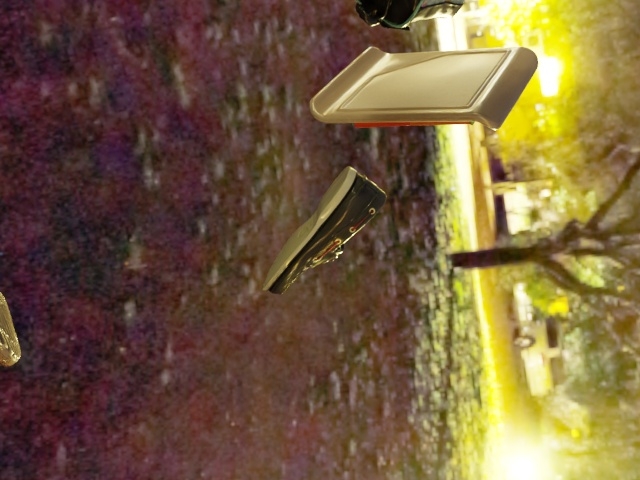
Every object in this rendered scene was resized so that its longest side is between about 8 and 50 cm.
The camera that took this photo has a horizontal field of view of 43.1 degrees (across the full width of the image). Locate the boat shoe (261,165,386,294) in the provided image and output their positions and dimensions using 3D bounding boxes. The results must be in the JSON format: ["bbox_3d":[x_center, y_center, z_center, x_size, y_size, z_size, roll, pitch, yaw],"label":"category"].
[{"bbox_3d":[0.000,0.001,0.646,0.042,0.133,0.049,34,27,-15],"label":"boat shoe"}]

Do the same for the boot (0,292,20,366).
[{"bbox_3d":[-0.436,0.120,0.837,0.248,0.207,0.090,161,-89,-82],"label":"boot"}]

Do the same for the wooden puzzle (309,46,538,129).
[{"bbox_3d":[0.136,-0.192,1.030,0.221,0.239,0.044,-51,141,-47],"label":"wooden puzzle"}]

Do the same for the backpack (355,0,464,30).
[{"bbox_3d":[0.072,-0.283,0.632,0.144,0.166,0.188,-28,148,-38],"label":"backpack"}]
